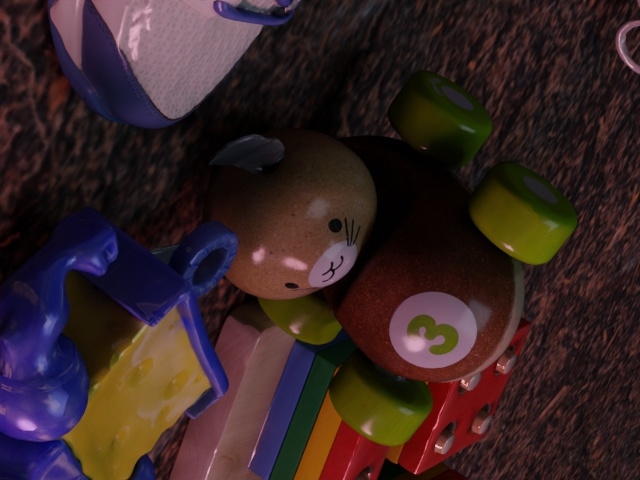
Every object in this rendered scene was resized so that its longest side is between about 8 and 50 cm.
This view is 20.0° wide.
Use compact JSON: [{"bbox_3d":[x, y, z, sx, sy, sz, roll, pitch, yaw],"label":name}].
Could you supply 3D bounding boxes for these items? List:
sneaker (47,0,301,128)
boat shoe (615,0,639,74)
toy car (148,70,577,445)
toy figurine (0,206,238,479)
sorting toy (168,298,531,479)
[{"bbox_3d":[0.004,-0.142,0.688,0.112,0.131,0.296,-20,148,-57],"label":"sneaker"},{"bbox_3d":[0.264,-0.172,1.201,0.156,0.136,0.367,-57,165,3],"label":"boat shoe"},{"bbox_3d":[0.000,0.000,0.885,0.188,0.149,0.155,10,123,-47],"label":"toy car"},{"bbox_3d":[-0.080,0.100,0.787,0.217,0.191,0.362,-55,157,-20],"label":"toy figurine"},{"bbox_3d":[0.013,0.146,1.114,0.257,0.089,0.255,-17,133,-56],"label":"sorting toy"}]
